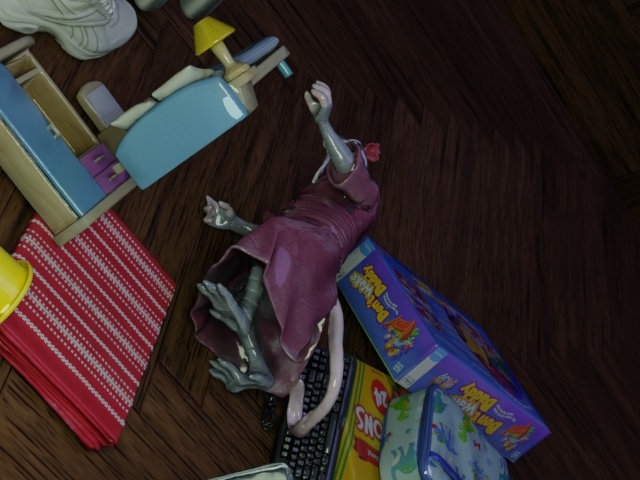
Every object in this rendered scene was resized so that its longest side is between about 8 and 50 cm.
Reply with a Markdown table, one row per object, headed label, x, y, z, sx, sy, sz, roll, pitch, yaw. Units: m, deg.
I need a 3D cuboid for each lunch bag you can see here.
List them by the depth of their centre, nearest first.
| label | x | y | z | sx | sy | sz | roll | pitch | yaw |
| --- | --- | --- | --- | --- | --- | --- | --- | --- | --- |
| lunch bag | 0.164 | 0.310 | 1.727 | 0.219 | 0.090 | 0.176 | 52 | 32 | -27 |

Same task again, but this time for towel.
| label | x | y | z | sx | sy | sz | roll | pitch | yaw |
| --- | --- | --- | --- | --- | --- | --- | --- | --- | --- |
| towel | -0.247 | 0.065 | 1.397 | 0.199 | 0.031 | 0.275 | 52 | 28 | -24 |

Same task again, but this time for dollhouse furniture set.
| label | x | y | z | sx | sy | sz | roll | pitch | yaw |
| --- | --- | --- | --- | --- | --- | --- | --- | --- | --- |
| dollhouse furniture set | -0.177 | -0.184 | 1.389 | 0.198 | 0.303 | 0.286 | 54 | 28 | -9 |

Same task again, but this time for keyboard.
| label | x | y | z | sx | sy | sz | roll | pitch | yaw |
| --- | --- | --- | --- | --- | --- | --- | --- | --- | --- |
| keyboard | -0.022 | 0.208 | 1.635 | 0.023 | 0.108 | 0.180 | 105 | -1 | -59 |

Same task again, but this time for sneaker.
| label | x | y | z | sx | sy | sz | roll | pitch | yaw |
| --- | --- | --- | --- | --- | --- | --- | --- | --- | --- |
| sneaker | -0.268 | -0.273 | 1.529 | 0.232 | 0.115 | 0.090 | 3 | 67 | -61 |

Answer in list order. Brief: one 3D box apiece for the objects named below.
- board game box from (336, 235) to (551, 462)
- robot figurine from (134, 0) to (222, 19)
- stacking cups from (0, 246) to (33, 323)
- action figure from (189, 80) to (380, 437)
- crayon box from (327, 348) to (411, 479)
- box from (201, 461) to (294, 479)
| label | x | y | z | sx | sy | sz | roll | pitch | yaw |
| --- | --- | --- | --- | --- | --- | --- | --- | --- | --- |
| board game box | 0.178 | 0.163 | 1.969 | 0.347 | 0.078 | 0.233 | 38 | 16 | -45 |
| robot figurine | -0.197 | -0.461 | 1.719 | 0.300 | 0.200 | 0.353 | 4 | 64 | -43 |
| stacking cups | -0.384 | -0.045 | 1.151 | 0.316 | 0.096 | 0.096 | 49 | 31 | -31 |
| action figure | 0.000 | 0.000 | 1.609 | 0.275 | 0.248 | 0.370 | 42 | 51 | -4 |
| crayon box | 0.061 | 0.316 | 1.715 | 0.202 | 0.081 | 0.319 | 31 | 43 | -51 |
| box | -0.086 | 0.367 | 1.065 | 0.395 | 0.212 | 0.294 | 87 | -10 | -71 |
